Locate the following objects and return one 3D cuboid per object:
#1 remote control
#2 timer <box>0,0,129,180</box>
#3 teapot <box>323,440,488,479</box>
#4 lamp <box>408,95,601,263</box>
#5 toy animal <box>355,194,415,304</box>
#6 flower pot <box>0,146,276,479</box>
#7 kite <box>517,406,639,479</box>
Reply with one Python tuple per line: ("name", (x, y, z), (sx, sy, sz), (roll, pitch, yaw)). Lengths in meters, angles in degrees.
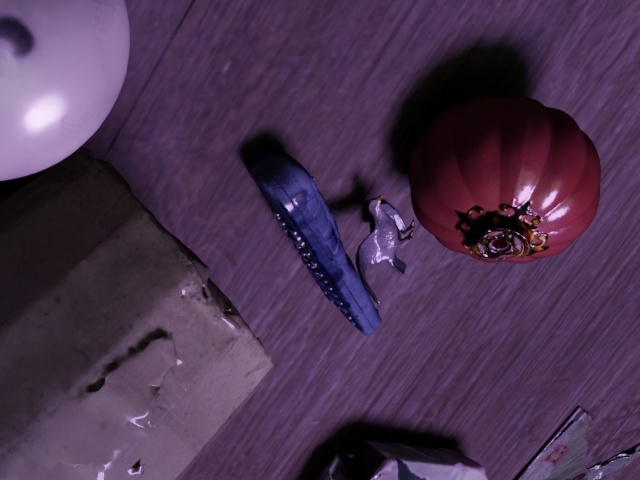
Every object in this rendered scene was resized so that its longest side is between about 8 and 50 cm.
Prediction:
("remote control", (-0.001, 0.001, 0.918), (0.027, 0.043, 0.152), (-43, 145, -11))
("timer", (-0.141, -0.129, 0.477), (0.233, 0.233, 0.240), (-39, 101, 4))
("teapot", (0.037, 0.250, 1.175), (0.163, 0.222, 0.178), (-12, 175, 40))
("lamp", (0.102, -0.033, 0.921), (0.107, 0.092, 0.107), (5, 142, 4))
("toy animal", (0.038, -0.003, 0.932), (0.028, 0.084, 0.050), (12, 121, 6))
("flower pot", (-0.134, 0.077, 0.770), (0.202, 0.212, 0.212), (-40, 145, -7))
("kite", (0.216, 0.195, 1.348), (0.250, 0.012, 0.229), (-27, 145, -15))
